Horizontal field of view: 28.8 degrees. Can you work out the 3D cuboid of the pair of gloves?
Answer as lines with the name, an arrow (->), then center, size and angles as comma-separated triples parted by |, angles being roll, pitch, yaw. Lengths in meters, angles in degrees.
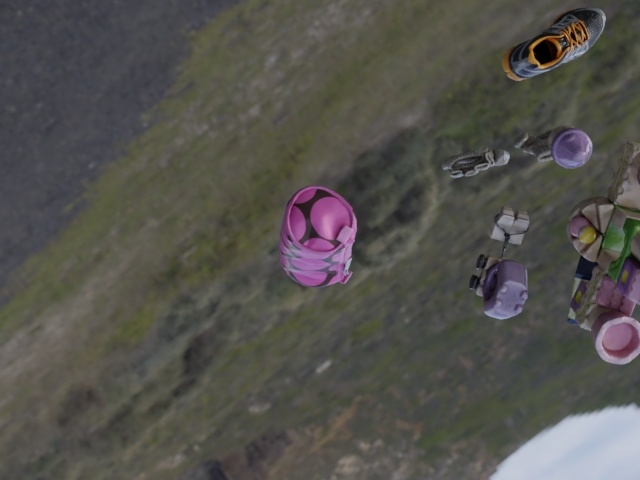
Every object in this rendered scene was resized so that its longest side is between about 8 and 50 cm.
pair of gloves -> 0.331, -0.157, 2.179 | 0.240, 0.042, 0.204 | -12, -172, 14

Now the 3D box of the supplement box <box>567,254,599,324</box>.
supplement box -> 0.393, 0.070, 1.790 | 0.083, 0.056, 0.083 | -52, 150, -60

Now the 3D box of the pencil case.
pencil case -> 0.000, 0.000, 1.572 | 0.095, 0.098, 0.209 | -48, 172, -10

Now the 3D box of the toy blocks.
toy blocks -> 0.393, 0.021, 1.582 | 0.260, 0.309, 0.288 | -101, -153, -72

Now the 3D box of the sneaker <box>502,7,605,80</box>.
sneaker -> 0.430, -0.352, 2.229 | 0.215, 0.084, 0.083 | -34, -172, -15
